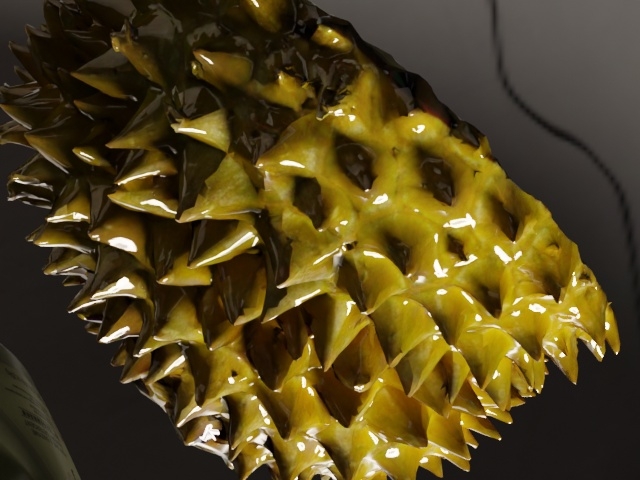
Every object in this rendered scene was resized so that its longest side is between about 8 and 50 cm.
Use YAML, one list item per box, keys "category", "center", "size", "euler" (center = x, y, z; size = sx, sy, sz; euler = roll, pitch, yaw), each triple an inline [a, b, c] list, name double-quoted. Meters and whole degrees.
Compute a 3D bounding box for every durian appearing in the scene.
- category: "durian"
  center: [-0.011, 0.005, 0.612]
  size: [0.138, 0.183, 0.249]
  euler: [-41, 130, 0]

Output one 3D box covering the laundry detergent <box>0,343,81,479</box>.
- category: "laundry detergent"
  center: [-0.156, 0.173, 1.000]
  size: [0.091, 0.253, 0.181]
  euler: [-27, 150, -6]
